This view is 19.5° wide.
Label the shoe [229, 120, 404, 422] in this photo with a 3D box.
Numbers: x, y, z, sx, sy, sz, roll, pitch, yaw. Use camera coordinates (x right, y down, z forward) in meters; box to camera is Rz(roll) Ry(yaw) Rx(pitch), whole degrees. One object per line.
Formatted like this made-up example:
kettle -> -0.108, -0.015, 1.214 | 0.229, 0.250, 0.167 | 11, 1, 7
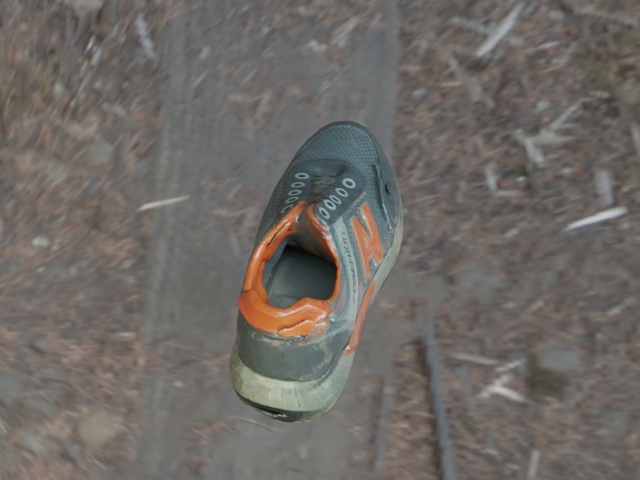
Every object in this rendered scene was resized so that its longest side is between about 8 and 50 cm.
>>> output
shoe -> 0.000, -0.001, 0.969 | 0.074, 0.077, 0.194 | 9, 50, 9
